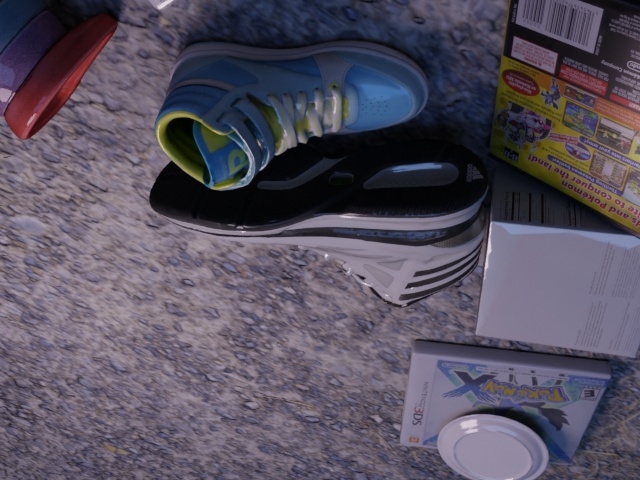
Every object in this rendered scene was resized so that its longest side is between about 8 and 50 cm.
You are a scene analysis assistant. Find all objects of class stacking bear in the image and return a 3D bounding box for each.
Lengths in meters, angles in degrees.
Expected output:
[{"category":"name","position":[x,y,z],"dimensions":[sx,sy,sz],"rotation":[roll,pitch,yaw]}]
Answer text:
[{"category":"stacking bear","position":[-0.415,-0.264,0.798],"dimensions":[0.289,0.164,0.175],"rotation":[38,129,-18]}]

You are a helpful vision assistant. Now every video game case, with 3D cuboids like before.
[{"category":"video game case","position":[0.318,0.302,1.268],"dimensions":[0.329,0.036,0.299],"rotation":[5,134,6]},{"category":"video game case","position":[0.305,-0.137,0.736],"dimensions":[0.275,0.035,0.248],"rotation":[37,147,35]}]

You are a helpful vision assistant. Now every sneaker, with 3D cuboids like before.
[{"category":"sneaker","position":[-0.038,-0.133,0.804],"dimensions":[0.319,0.208,0.127],"rotation":[1,132,9]},{"category":"sneaker","position":[0.000,0.001,0.954],"dimensions":[0.448,0.169,0.257],"rotation":[3,141,17]}]

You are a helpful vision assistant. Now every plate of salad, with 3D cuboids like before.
[{"category":"plate of salad","position":[0.317,0.381,1.288],"dimensions":[0.200,0.048,0.199],"rotation":[9,127,13]}]

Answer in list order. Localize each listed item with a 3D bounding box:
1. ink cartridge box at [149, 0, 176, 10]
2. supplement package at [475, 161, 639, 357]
[{"category":"ink cartridge box","position":[-0.153,-0.409,0.661],"dimensions":[0.261,0.066,0.296],"rotation":[-21,126,28]},{"category":"supplement package","position":[0.315,0.020,0.900],"dimensions":[0.203,0.149,0.194],"rotation":[7,129,12]}]
